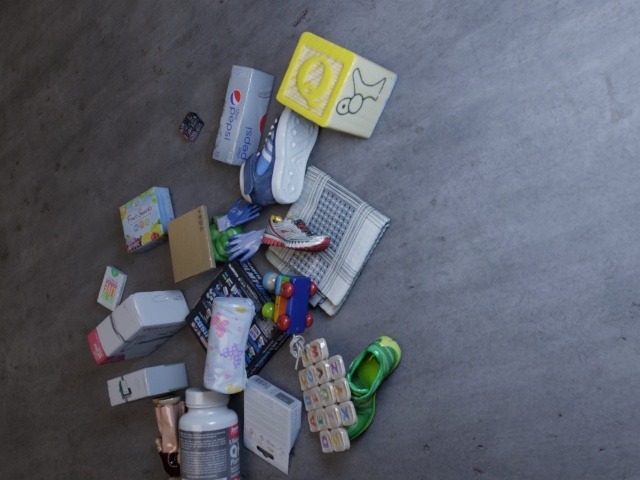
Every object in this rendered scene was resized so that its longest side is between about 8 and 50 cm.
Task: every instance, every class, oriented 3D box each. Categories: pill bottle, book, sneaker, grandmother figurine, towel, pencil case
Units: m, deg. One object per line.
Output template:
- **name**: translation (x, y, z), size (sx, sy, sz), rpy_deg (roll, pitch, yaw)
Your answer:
- **pill bottle**: translation (-0.331, 0.600, 1.793), size (0.176, 0.176, 0.318), rpy_deg (-6, 85, 37)
- **book**: translation (-0.767, 0.178, 2.230), size (0.096, 0.035, 0.144), rpy_deg (24, 102, 31)
- **sneaker**: translation (0.094, 0.370, 1.512), size (0.109, 0.124, 0.295), rpy_deg (32, 108, 33)
- **sneaker**: translation (-0.069, -0.021, 1.617), size (0.225, 0.088, 0.092), rpy_deg (11, 91, 38)
- **grandmother figurine**: translation (-0.476, 0.682, 1.956), size (0.208, 0.104, 0.342), rpy_deg (-16, 80, 64)
- **towel**: translation (0.000, 0.000, 1.639), size (0.312, 0.056, 0.324), rpy_deg (39, 112, 31)
- **sneaker**: translation (-0.141, -0.255, 1.709), size (0.236, 0.130, 0.322), rpy_deg (7, 84, 46)
- **pencil case**: translation (-0.258, 0.293, 1.703), size (0.124, 0.113, 0.272), rpy_deg (8, 95, 23)

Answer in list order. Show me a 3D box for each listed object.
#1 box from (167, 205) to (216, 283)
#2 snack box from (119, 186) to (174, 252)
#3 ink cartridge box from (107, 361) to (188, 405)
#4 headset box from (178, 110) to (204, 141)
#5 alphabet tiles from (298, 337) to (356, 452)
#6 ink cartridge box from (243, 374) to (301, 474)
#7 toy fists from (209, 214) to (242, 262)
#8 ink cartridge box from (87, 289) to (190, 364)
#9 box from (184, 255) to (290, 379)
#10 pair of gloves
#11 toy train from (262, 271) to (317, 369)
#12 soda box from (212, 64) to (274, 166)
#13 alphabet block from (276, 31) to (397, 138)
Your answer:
- **box**: translation (-0.398, 0.013, 1.841), size (0.165, 0.021, 0.201), rpy_deg (-22, 72, 31)
- **snack box**: translation (-0.596, -0.068, 2.081), size (0.207, 0.070, 0.174), rpy_deg (-22, 76, 34)
- **ink cartridge box**: translation (-0.572, 0.474, 1.990), size (0.220, 0.160, 0.092), rpy_deg (-23, 75, 35)
- **headset box**: translation (-0.428, -0.373, 1.987), size (0.062, 0.032, 0.083), rpy_deg (49, 117, 28)
- **alphabet tiles**: translation (0.008, 0.402, 1.560), size (0.278, 0.021, 0.283), rpy_deg (-40, 60, 59)
- **ink cartridge box**: translation (-0.143, 0.531, 1.746), size (0.189, 0.066, 0.232), rpy_deg (20, 121, 36)
- **toy fists**: translation (-0.353, 0.004, 1.880), size (0.279, 0.096, 0.142), rpy_deg (-7, 85, 35)
- **ink cartridge box**: translation (-0.595, 0.285, 1.982), size (0.283, 0.207, 0.117), rpy_deg (-38, 68, 30)
- **box**: translation (-0.248, 0.246, 1.807), size (0.295, 0.073, 0.293), rpy_deg (50, 117, 26)
- **pair of gloves**: translation (-0.223, -0.036, 1.761), size (0.159, 0.023, 0.198), rpy_deg (-26, 64, 9)
- **toy train**: translation (-0.103, 0.209, 1.625), size (0.143, 0.105, 0.247), rpy_deg (12, 98, 44)
- **soda box**: translation (-0.229, -0.367, 1.796), size (0.091, 0.098, 0.286), rpy_deg (21, 101, 37)
- **alphabet block**: translation (0.043, -0.389, 1.530), size (0.193, 0.197, 0.192), rpy_deg (34, 108, 33)
